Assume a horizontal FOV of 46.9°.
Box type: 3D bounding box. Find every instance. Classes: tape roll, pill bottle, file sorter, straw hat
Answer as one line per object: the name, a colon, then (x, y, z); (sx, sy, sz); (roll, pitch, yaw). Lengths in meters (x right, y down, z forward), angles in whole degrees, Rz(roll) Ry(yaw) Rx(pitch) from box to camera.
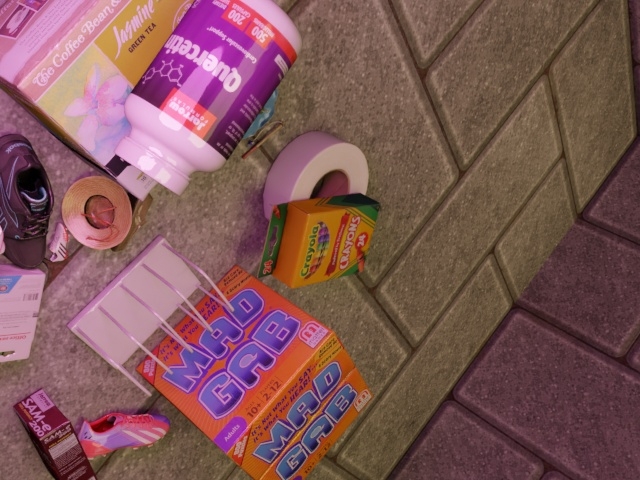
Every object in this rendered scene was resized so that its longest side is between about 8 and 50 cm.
tape roll: (-0.009, -0.129, 1.874); (0.286, 0.100, 0.286); (-29, 135, -34)
pill bottle: (-0.181, -0.236, 1.160); (0.322, 0.182, 0.181); (-57, 144, -4)
file sorter: (-0.360, 0.173, 1.619); (0.277, 0.173, 0.192); (-47, 141, -15)
straw hat: (-0.434, -0.057, 1.460); (0.144, 0.145, 0.061); (-64, -175, 6)

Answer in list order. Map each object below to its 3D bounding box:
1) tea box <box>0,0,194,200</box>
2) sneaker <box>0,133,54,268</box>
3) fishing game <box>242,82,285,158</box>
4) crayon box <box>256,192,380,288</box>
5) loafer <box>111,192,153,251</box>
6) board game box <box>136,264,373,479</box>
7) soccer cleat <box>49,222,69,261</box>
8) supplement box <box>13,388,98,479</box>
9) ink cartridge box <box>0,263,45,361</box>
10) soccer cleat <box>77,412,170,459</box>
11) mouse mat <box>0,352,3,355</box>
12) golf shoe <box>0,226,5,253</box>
tea box: (-0.345, -0.308, 1.258); (0.329, 0.220, 0.323); (-52, 142, -10)
sneaker: (-0.532, -0.052, 1.320); (0.101, 0.106, 0.267); (-26, 134, -38)
fishing game: (-0.159, -0.306, 1.628); (0.189, 0.041, 0.264); (-43, 141, -16)
crayon box: (0.000, 0.000, 1.824); (0.319, 0.081, 0.202); (-11, 123, -45)
loafer: (-0.390, -0.040, 1.532); (0.050, 0.056, 0.148); (24, 96, -47)
board game box: (-0.151, 0.355, 1.832); (0.356, 0.357, 0.356); (-47, 142, -16)
soccer cleat: (-0.513, 0.005, 1.445); (0.036, 0.029, 0.083); (-23, 135, -44)
supplement box: (-0.570, 0.449, 1.604); (0.073, 0.130, 0.239); (-33, 136, -30)
ink cartridge box: (-0.599, 0.138, 1.403); (0.104, 0.060, 0.180); (0, 111, -50)
soccer cleat: (-0.464, 0.451, 1.774); (0.248, 0.083, 0.095); (-5, 114, -44)
mouse mat: (-0.691, 0.214, 1.403); (0.190, 0.007, 0.152); (9, 108, -53)
golf shoe: (-0.597, -0.028, 1.226); (0.140, 0.115, 0.306); (-24, 138, -52)
